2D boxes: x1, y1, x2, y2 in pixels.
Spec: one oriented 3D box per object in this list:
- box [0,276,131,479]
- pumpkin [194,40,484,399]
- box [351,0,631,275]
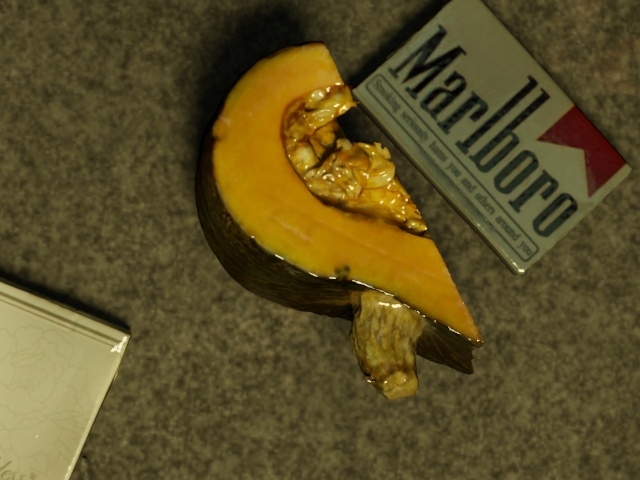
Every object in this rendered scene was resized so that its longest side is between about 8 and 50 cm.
[{"bbox_3d":[-0.214,0.132,0.890,0.109,0.029,0.198,23,84,-4],"label":"box"},{"bbox_3d":[0.000,0.006,0.879,0.126,0.131,0.248,-30,84,-17],"label":"pumpkin"},{"bbox_3d":[0.120,-0.077,0.944,0.115,0.036,0.177,-42,90,-8],"label":"box"}]
